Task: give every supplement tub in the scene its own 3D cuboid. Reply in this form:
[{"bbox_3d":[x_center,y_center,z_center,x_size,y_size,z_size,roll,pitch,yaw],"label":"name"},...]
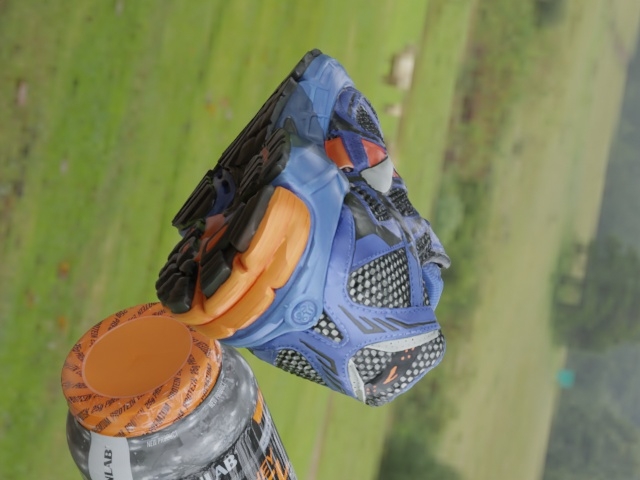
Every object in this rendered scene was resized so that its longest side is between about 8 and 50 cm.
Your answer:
[{"bbox_3d":[-0.078,0.135,1.065,0.117,0.117,0.190,-74,152,-45],"label":"supplement tub"}]

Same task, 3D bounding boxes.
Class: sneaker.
[{"bbox_3d":[0.000,0.000,0.628,0.083,0.087,0.221,-47,-170,18],"label":"sneaker"}]
